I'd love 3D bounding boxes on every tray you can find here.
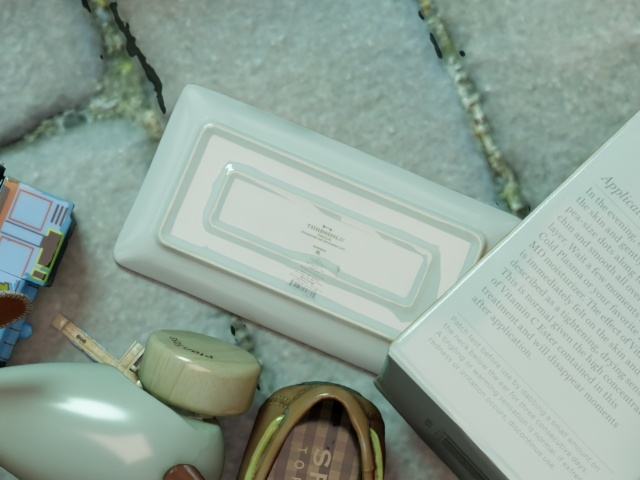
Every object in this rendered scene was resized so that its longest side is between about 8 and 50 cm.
[{"bbox_3d":[0.000,0.000,1.416,0.270,0.030,0.145,23,85,2],"label":"tray"}]

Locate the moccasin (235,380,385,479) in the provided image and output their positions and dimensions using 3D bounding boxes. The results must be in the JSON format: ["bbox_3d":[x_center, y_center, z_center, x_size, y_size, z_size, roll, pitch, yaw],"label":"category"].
[{"bbox_3d":[-0.023,0.284,1.327,0.139,0.147,0.380,17,84,1],"label":"moccasin"}]

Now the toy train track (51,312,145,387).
[{"bbox_3d":[-0.157,0.081,1.414,0.083,0.014,0.048,39,85,4],"label":"toy train track"}]

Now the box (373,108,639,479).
[{"bbox_3d":[0.216,0.026,1.296,0.345,0.215,0.168,-43,83,-8],"label":"box"}]

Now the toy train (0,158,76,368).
[{"bbox_3d":[-0.244,0.032,1.387,0.105,0.080,0.184,22,86,-7],"label":"toy train"}]

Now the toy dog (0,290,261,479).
[{"bbox_3d":[-0.190,0.131,1.293,0.334,0.161,0.220,-6,102,-15],"label":"toy dog"}]
